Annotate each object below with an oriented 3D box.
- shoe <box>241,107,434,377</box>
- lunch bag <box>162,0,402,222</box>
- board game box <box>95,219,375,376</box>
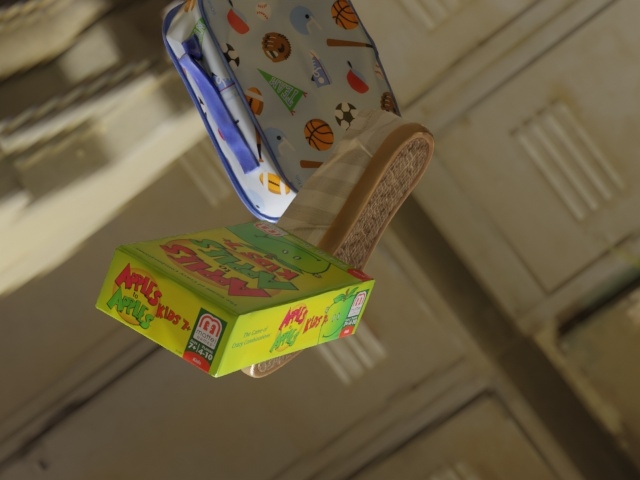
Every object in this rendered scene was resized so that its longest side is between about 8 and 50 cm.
[{"bbox_3d":[0.000,0.000,1.313,0.219,0.058,0.076,-55,154,-4],"label":"shoe"},{"bbox_3d":[-0.047,-0.184,2.126,0.243,0.303,0.115,-26,178,-39],"label":"lunch bag"},{"bbox_3d":[-0.049,0.032,1.139,0.181,0.092,0.043,-11,127,-62],"label":"board game box"}]
